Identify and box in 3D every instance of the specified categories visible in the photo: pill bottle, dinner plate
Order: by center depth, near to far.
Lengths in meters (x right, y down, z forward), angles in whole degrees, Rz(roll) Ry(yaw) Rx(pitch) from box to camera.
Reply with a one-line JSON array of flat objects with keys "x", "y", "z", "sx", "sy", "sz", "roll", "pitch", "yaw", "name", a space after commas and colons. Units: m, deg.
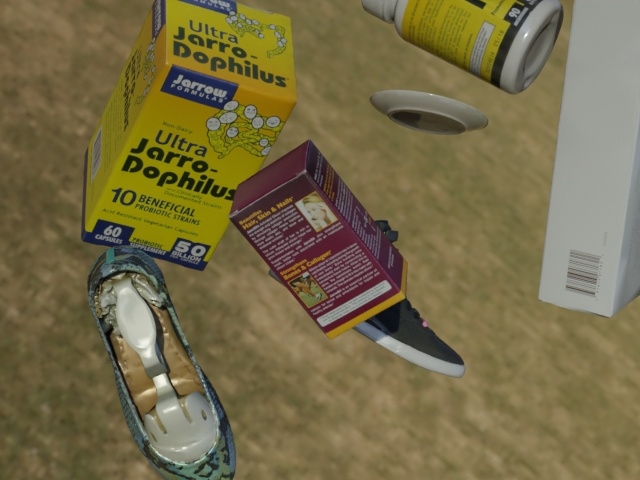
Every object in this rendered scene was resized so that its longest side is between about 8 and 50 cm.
[{"x": 0.159, "y": -0.260, "z": 1.820, "sx": 0.208, "sy": 0.119, "sz": 0.119, "roll": 29, "pitch": 10, "yaw": 18, "name": "pill bottle"}, {"x": 0.124, "y": -0.144, "z": 1.862, "sx": 0.141, "sy": 0.017, "sz": 0.141, "roll": 11, "pitch": -9, "yaw": 2, "name": "dinner plate"}]

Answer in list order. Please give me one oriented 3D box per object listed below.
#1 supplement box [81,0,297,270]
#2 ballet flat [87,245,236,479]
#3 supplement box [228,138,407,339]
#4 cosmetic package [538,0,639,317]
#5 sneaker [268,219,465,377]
[{"x": -0.192, "y": -0.157, "z": 2.273, "sx": 0.194, "sy": 0.356, "sz": 0.195, "roll": 14, "pitch": 42, "yaw": -20, "name": "supplement box"}, {"x": -0.111, "y": 0.094, "z": 1.092, "sx": 0.188, "sy": 0.070, "sz": 0.070, "roll": 64, "pitch": 12, "yaw": -4, "name": "ballet flat"}, {"x": 0.000, "y": 0.000, "z": 1.736, "sx": 0.188, "sy": 0.104, "sz": 0.081, "roll": 52, "pitch": 21, "yaw": -21, "name": "supplement box"}, {"x": 0.356, "y": -0.134, "z": 1.780, "sx": 0.097, "sy": 0.377, "sz": 0.284, "roll": 15, "pitch": 20, "yaw": 30, "name": "cosmetic package"}, {"x": 0.092, "y": 0.061, "z": 2.117, "sx": 0.296, "sy": 0.147, "sz": 0.104, "roll": 32, "pitch": -2, "yaw": -7, "name": "sneaker"}]
